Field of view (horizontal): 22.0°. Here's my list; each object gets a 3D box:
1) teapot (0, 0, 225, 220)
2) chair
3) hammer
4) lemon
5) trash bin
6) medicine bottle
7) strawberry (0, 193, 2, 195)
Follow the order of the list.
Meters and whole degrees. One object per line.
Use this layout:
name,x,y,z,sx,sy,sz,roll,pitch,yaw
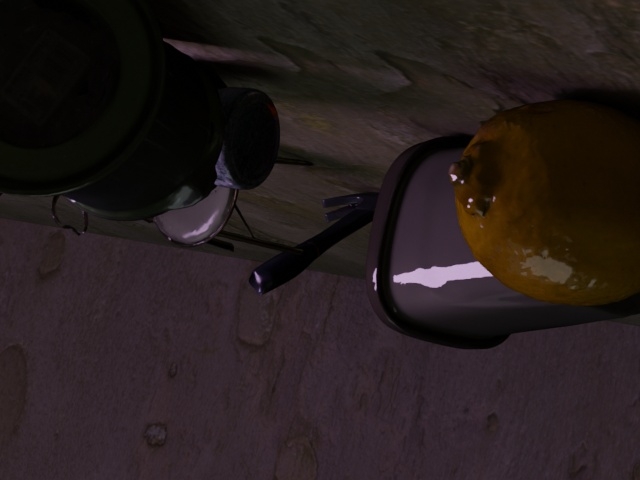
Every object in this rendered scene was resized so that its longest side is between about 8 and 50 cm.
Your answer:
teapot,-0.221,-0.135,1.436,0.270,0.200,0.337,36,180,9
chair,-0.171,-0.064,2.110,0.170,0.159,0.326,4,174,39
hammer,0.000,0.000,2.283,0.137,0.037,0.290,9,-151,41
lemon,0.223,-0.035,1.476,0.257,0.188,0.188,19,172,-27
trash bin,0.212,-0.002,1.733,0.220,0.219,0.250,13,168,-35
medicine bottle,-0.187,-0.116,1.694,0.293,0.141,0.141,7,173,32
strawberry,-0.547,-0.129,1.937,0.343,0.292,0.292,-13,173,2
